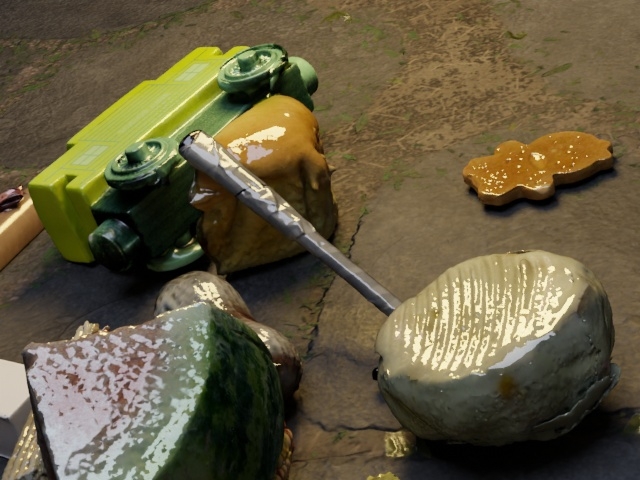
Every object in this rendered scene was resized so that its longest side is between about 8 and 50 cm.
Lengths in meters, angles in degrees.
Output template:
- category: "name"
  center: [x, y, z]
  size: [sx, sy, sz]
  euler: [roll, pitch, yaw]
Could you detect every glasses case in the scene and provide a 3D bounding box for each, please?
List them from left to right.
- category: "glasses case"
  center: [-0.460, -0.027, 1.755]
  size: [0.102, 0.070, 0.193]
  euler: [4, 38, 31]

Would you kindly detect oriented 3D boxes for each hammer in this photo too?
- category: "hammer"
  center: [0.000, -0.001, 1.397]
  size: [0.152, 0.044, 0.427]
  euler: [-37, 63, -26]

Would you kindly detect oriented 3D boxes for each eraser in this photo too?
- category: "eraser"
  center: [-0.424, 0.177, 1.430]
  size: [0.298, 0.076, 0.078]
  euler: [7, 41, 33]

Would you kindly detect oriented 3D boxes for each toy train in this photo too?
- category: "toy train"
  center: [-0.194, -0.119, 1.694]
  size: [0.272, 0.179, 0.442]
  euler: [6, 40, 41]

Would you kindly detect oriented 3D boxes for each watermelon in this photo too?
- category: "watermelon"
  center: [-0.156, 0.179, 1.109]
  size: [0.232, 0.193, 0.310]
  euler: [29, 56, 14]

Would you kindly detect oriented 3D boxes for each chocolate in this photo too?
- category: "chocolate"
  center: [-0.105, 0.111, 1.365]
  size: [0.110, 0.110, 0.248]
  euler: [-32, 41, -22]

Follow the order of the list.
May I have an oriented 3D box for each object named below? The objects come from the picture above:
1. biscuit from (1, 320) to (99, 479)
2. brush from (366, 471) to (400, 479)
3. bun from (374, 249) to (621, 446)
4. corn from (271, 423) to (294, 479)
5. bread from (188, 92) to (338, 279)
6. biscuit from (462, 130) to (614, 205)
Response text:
- category: "biscuit"
  center: [-0.250, 0.197, 1.294]
  size: [0.062, 0.108, 0.239]
  euler: [-27, 28, 25]
- category: "brush"
  center: [0.010, 0.300, 1.073]
  size: [0.068, 0.060, 0.297]
  euler: [7, 39, 28]
- category: "bun"
  center: [0.178, 0.111, 1.206]
  size: [0.239, 0.141, 0.239]
  euler: [-21, 30, 13]
- category: "corn"
  center: [-0.097, 0.273, 1.143]
  size: [0.092, 0.092, 0.280]
  euler: [2, 33, 26]
- category: "bread"
  center: [-0.044, -0.069, 1.554]
  size: [0.133, 0.174, 0.251]
  euler: [11, 37, 31]
- category: "biscuit"
  center: [0.272, -0.093, 1.572]
  size: [0.184, 0.027, 0.133]
  euler: [-25, 33, -16]
